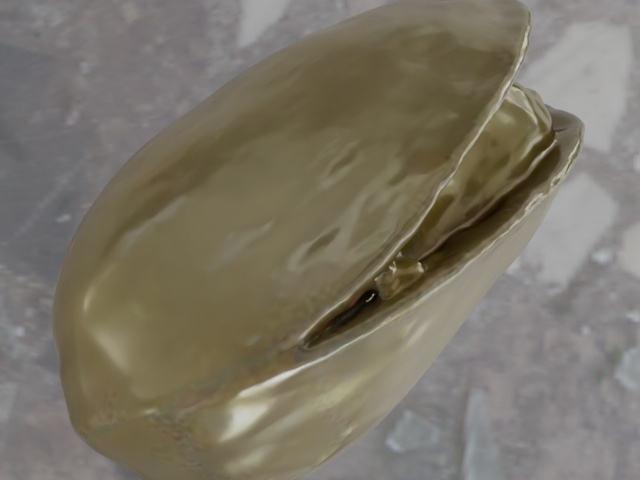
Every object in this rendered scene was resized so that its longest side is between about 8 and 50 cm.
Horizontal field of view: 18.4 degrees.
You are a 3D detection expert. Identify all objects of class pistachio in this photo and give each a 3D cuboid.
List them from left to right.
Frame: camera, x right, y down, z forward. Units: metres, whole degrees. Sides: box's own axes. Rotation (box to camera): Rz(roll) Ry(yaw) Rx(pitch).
[{"bbox_3d":[0.000,0.000,0.689,0.223,0.152,0.126,-43,113,-27],"label":"pistachio"}]
